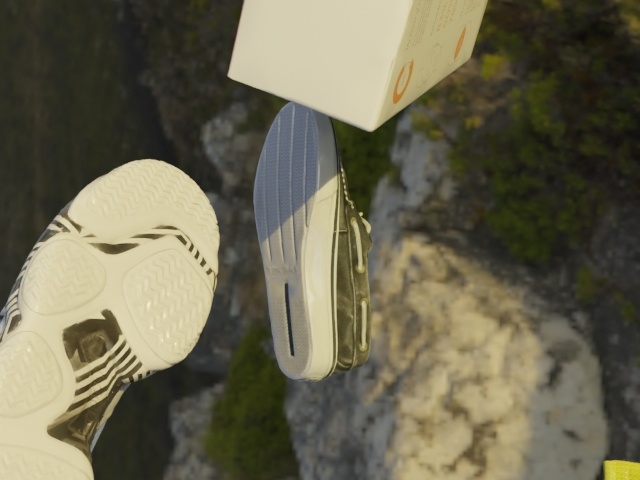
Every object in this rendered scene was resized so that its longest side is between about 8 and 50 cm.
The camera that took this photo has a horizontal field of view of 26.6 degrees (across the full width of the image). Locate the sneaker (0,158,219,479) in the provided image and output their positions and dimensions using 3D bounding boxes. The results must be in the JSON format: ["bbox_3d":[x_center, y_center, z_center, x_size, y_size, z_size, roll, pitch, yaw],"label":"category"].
[{"bbox_3d":[-0.218,0.103,0.992,0.210,0.137,0.366,-19,38,49],"label":"sneaker"}]

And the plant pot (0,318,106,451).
[{"bbox_3d":[-0.422,0.213,1.617,0.212,0.236,0.236,16,75,36],"label":"plant pot"}]

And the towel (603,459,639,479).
[{"bbox_3d":[0.247,0.274,0.942,0.021,0.102,0.237,138,138,-61],"label":"towel"}]

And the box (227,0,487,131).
[{"bbox_3d":[0.066,-0.279,1.440,0.345,0.168,0.215,-41,-31,-61],"label":"box"}]

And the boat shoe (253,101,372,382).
[{"bbox_3d":[0.000,0.000,1.629,0.121,0.119,0.335,6,98,49],"label":"boat shoe"}]
